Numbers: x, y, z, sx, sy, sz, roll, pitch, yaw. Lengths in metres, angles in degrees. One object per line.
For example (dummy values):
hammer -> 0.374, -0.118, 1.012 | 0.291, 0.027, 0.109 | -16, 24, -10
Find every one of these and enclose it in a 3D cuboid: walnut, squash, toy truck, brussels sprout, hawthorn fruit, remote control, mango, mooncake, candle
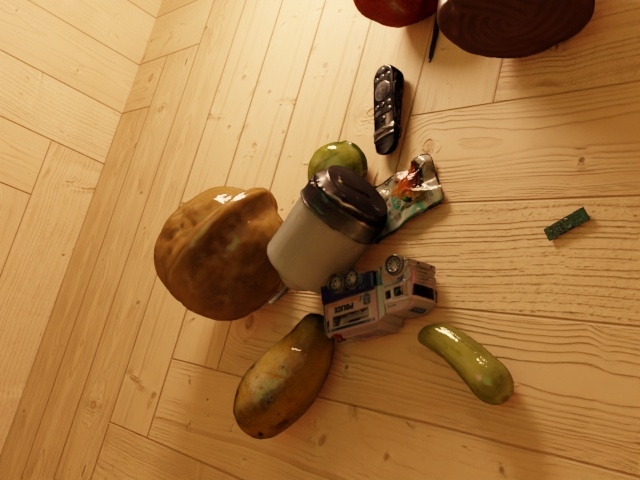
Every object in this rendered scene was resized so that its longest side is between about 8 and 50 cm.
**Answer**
walnut -> -0.261, 0.037, 1.918 | 0.384, 0.384, 0.383 | -24, 54, 37
squash -> 0.292, 0.240, 1.397 | 0.083, 0.083, 0.250 | -58, 38, 7
toy truck -> 0.135, 0.138, 1.585 | 0.268, 0.124, 0.155 | -21, 63, 41
brussels sprout -> 0.041, -0.185, 1.855 | 0.183, 0.131, 0.145 | -36, 69, 28
hawthorn fruit -> 0.220, -0.690, 1.822 | 0.300, 0.254, 0.253 | 15, 81, 65
remote control -> 0.185, -0.340, 1.839 | 0.090, 0.066, 0.265 | -27, 55, 53
mango -> -0.077, 0.333, 1.689 | 0.329, 0.175, 0.176 | -43, 73, -5
remote control -> 0.488, -0.031, 1.378 | 0.091, 0.016, 0.034 | -34, 64, 31
mooncake -> 0.421, -0.531, 1.494 | 0.326, 0.334, 0.174 | 7, 73, 7
candle -> 0.000, 0.000, 1.717 | 0.342, 0.221, 0.221 | -54, 40, 22

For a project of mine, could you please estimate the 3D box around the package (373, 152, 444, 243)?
package -> 0.198, -0.106, 1.711 | 0.232, 0.040, 0.166 | -31, 50, 34

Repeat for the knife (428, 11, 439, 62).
knife -> 0.305, -0.549, 1.852 | 0.023, 0.010, 0.170 | -4, 69, 52
